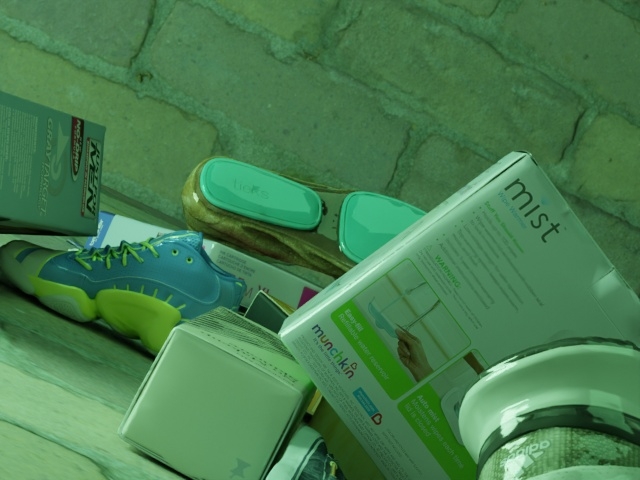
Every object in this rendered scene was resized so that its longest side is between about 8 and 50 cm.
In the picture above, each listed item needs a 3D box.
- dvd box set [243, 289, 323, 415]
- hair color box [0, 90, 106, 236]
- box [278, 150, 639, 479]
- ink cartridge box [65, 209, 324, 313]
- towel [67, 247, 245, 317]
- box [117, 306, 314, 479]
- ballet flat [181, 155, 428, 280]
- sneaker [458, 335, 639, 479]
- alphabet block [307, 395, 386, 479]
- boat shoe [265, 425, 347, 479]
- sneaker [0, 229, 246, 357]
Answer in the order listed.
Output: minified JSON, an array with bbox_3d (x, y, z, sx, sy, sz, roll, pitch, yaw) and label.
[{"bbox_3d":[0.131,0.200,1.981,0.420,0.062,0.307,29,2,-19],"label":"dvd box set"},{"bbox_3d":[-0.342,-0.072,1.718,0.185,0.113,0.374,3,-3,14],"label":"hair color box"},{"bbox_3d":[0.137,0.101,1.461,0.262,0.231,0.127,52,2,-3],"label":"box"},{"bbox_3d":[-0.145,0.033,2.266,0.186,0.065,0.311,25,-9,-36],"label":"ink cartridge box"},{"bbox_3d":[-0.126,0.092,2.120,0.285,0.034,0.209,25,4,-37],"label":"towel"},{"bbox_3d":[-0.068,0.121,1.501,0.113,0.094,0.275,28,2,2],"label":"box"},{"bbox_3d":[0.000,0.000,2.224,0.342,0.116,0.124,15,-32,-13],"label":"ballet flat"},{"bbox_3d":[0.225,0.269,1.022,0.447,0.169,0.257,39,37,-30],"label":"sneaker"},{"bbox_3d":[0.125,0.151,1.656,0.192,0.197,0.193,27,3,25],"label":"alphabet block"},{"bbox_3d":[0.002,0.185,1.353,0.083,0.065,0.183,28,10,4],"label":"boat shoe"},{"bbox_3d":[-0.178,0.029,1.840,0.240,0.126,0.091,27,3,-9],"label":"sneaker"}]
